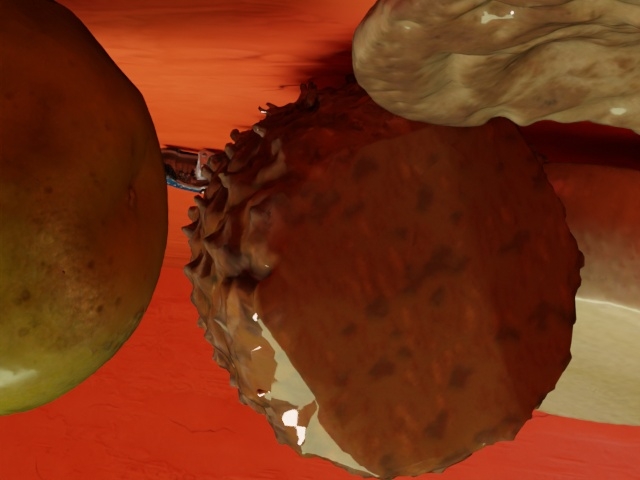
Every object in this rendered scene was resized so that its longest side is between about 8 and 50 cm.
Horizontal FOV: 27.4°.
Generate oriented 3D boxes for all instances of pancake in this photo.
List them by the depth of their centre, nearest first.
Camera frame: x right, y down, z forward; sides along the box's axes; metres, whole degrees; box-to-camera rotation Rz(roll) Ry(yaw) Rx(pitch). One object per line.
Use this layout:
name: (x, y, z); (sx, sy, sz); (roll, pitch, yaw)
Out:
pancake: (0.131, -0.074, 0.495); (0.236, 0.042, 0.222); (2, 170, 8)

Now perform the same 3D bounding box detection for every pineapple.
pineapple: (0.000, 0.000, 0.754); (0.202, 0.202, 0.362); (7, -174, -19)

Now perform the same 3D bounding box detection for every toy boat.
toy boat: (-0.093, -0.058, 1.054); (0.083, 0.038, 0.038); (7, 175, -15)

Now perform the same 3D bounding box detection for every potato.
potato: (-0.214, -0.023, 0.558); (0.304, 0.216, 0.216); (-3, 174, 13)

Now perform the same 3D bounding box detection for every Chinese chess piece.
Chinese chess piece: (0.175, 0.039, 0.869); (0.250, 0.101, 0.250); (12, 158, 5)
